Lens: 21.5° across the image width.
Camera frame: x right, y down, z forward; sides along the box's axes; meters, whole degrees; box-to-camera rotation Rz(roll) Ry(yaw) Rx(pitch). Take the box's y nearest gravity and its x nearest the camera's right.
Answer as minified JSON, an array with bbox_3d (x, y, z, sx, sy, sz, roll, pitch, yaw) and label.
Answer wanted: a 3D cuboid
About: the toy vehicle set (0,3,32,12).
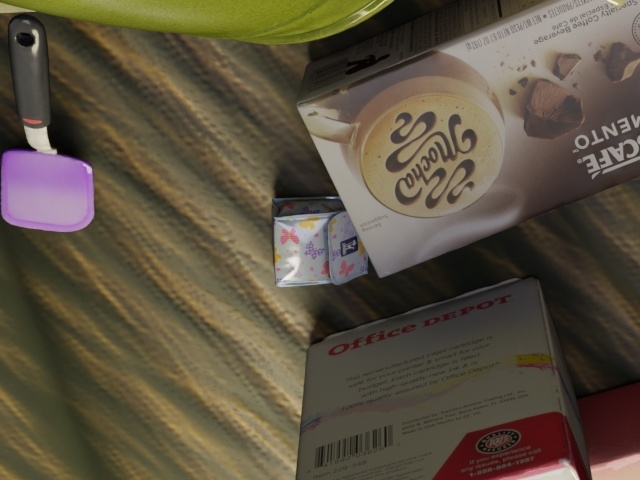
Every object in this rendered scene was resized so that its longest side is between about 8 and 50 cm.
[{"bbox_3d":[-0.327,-0.216,1.336,0.267,0.166,0.035,-1,113,5],"label":"toy vehicle set"}]

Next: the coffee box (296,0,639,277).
[{"bbox_3d":[0.151,-0.111,1.374,0.297,0.119,0.168,-21,110,12],"label":"coffee box"}]

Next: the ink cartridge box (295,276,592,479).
[{"bbox_3d":[0.105,0.176,1.401,0.226,0.306,0.131,-17,112,11],"label":"ink cartridge box"}]

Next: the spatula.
[{"bbox_3d":[-0.231,-0.091,1.386,0.084,0.030,0.296,8,151,-1],"label":"spatula"}]

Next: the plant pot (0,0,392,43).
[{"bbox_3d":[-0.136,-0.295,1.115,0.367,0.353,0.366,9,106,32],"label":"plant pot"}]

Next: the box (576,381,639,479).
[{"bbox_3d":[0.214,0.242,1.519,0.232,0.127,0.148,-17,111,11],"label":"box"}]

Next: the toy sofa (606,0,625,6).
[{"bbox_3d":[0.219,-0.361,1.155,0.177,0.150,0.362,28,116,-5],"label":"toy sofa"}]

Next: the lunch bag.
[{"bbox_3d":[0.000,0.000,1.470,0.083,0.053,0.071,-2,115,-5],"label":"lunch bag"}]
